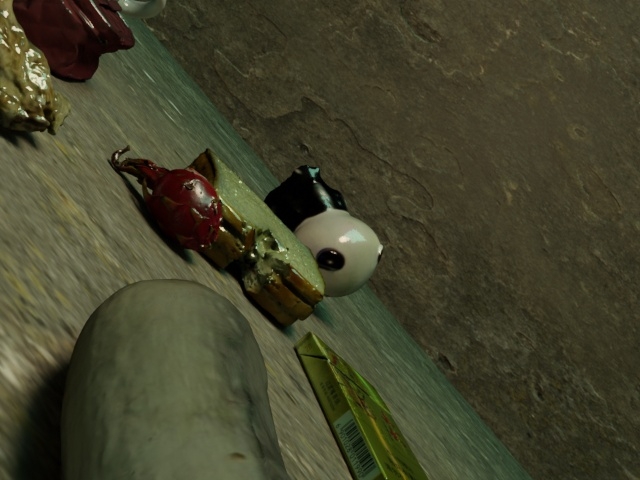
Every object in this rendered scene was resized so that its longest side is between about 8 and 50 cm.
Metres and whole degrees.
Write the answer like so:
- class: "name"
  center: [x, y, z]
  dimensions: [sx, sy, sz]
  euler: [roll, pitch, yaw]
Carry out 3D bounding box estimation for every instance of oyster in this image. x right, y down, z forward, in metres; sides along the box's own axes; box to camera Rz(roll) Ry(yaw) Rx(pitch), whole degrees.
- class: "oyster"
  center: [-0.374, -0.242, 0.693]
  dimensions: [0.354, 0.107, 0.201]
  euler: [44, 11, -43]

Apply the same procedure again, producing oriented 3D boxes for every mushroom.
- class: "mushroom"
  center: [-0.078, 0.120, 0.439]
  dimensions: [0.177, 0.126, 0.397]
  euler: [58, -1, -37]

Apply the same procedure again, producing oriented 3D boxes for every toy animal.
- class: "toy animal"
  center: [-0.003, 0.008, 1.487]
  dimensions: [0.212, 0.212, 0.267]
  euler: [42, 13, -54]

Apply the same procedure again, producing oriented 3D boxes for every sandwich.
- class: "sandwich"
  center: [-0.111, 0.001, 1.161]
  dimensions: [0.273, 0.095, 0.249]
  euler: [46, 6, -22]

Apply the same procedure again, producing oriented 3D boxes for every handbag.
- class: "handbag"
  center: [-0.383, -0.340, 1.143]
  dimensions: [0.146, 0.135, 0.225]
  euler: [53, 3, -10]

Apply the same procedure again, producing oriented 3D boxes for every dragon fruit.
- class: "dragon fruit"
  center: [-0.202, -0.068, 0.966]
  dimensions: [0.190, 0.094, 0.094]
  euler: [45, 4, 11]

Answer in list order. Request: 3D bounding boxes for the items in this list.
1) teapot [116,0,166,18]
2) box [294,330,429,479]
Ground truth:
- class: "teapot"
  center: [-0.468, -0.518, 1.304]
  dimensions: [0.424, 0.252, 0.280]
  euler: [21, -19, -39]
- class: "box"
  center: [0.068, 0.266, 1.012]
  dimensions: [0.173, 0.043, 0.311]
  euler: [45, 6, -32]
